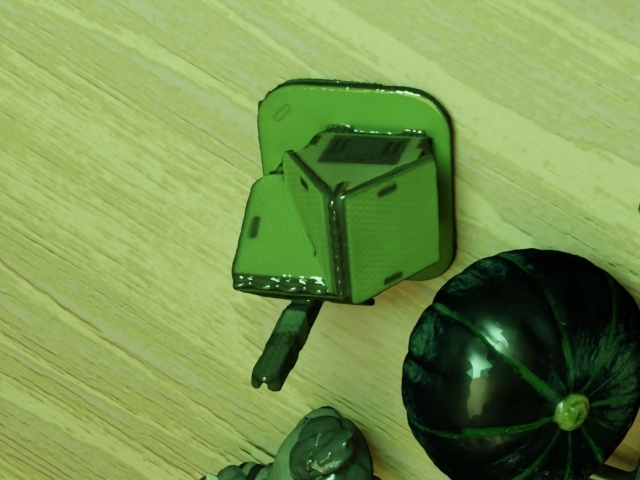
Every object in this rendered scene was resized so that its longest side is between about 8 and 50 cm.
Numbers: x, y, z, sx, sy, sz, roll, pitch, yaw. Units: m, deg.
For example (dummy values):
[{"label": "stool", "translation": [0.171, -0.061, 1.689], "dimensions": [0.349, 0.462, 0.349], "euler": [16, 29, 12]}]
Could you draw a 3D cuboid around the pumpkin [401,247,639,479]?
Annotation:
[{"label": "pumpkin", "translation": [0.181, 0.115, 1.385], "dimensions": [0.248, 0.248, 0.248], "euler": [10, 120, 17]}]

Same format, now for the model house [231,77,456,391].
[{"label": "model house", "translation": [0.000, 0.000, 1.341], "dimensions": [0.204, 0.279, 0.218], "euler": [4, 120, 18]}]

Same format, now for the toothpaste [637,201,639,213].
[{"label": "toothpaste", "translation": [0.364, 0.027, 1.351], "dimensions": [0.043, 0.037, 0.178], "euler": [-28, 104, 30]}]

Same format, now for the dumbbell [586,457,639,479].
[{"label": "dumbbell", "translation": [0.273, 0.236, 1.475], "dimensions": [0.254, 0.081, 0.082], "euler": [18, 122, 13]}]

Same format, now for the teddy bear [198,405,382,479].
[{"label": "teddy bear", "translation": [-0.002, 0.271, 1.582], "dimensions": [0.171, 0.144, 0.251], "euler": [35, 128, -25]}]
